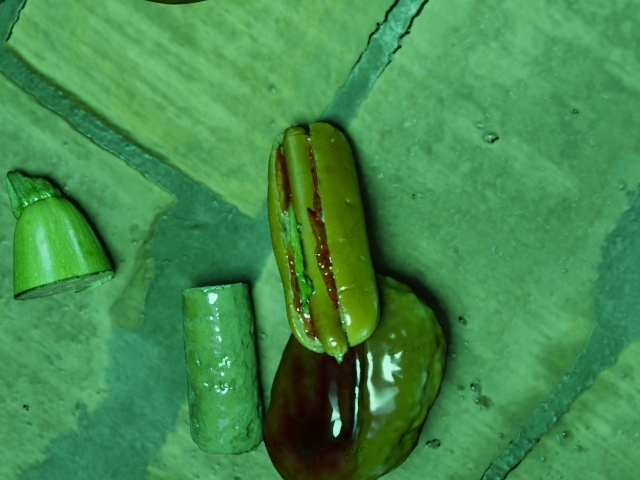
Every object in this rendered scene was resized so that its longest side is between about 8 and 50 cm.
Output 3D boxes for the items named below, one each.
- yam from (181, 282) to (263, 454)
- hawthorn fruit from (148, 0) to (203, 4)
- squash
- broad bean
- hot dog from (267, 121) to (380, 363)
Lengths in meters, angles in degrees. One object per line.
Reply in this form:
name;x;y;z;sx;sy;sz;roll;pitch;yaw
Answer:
yam;-0.099;0.123;1.204;0.078;0.078;0.179;-2;104;14
hawthorn fruit;-0.128;-0.325;0.965;0.308;0.325;0.308;19;137;19
squash;-0.268;-0.014;1.211;0.105;0.105;0.132;-18;82;18
broad bean;0.031;0.137;1.154;0.156;0.122;0.229;34;106;30
hot dog;0.000;0.000;1.098;0.092;0.062;0.236;-18;65;13
